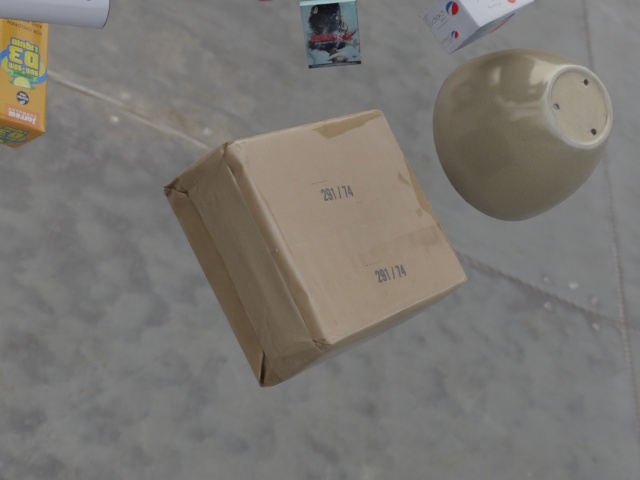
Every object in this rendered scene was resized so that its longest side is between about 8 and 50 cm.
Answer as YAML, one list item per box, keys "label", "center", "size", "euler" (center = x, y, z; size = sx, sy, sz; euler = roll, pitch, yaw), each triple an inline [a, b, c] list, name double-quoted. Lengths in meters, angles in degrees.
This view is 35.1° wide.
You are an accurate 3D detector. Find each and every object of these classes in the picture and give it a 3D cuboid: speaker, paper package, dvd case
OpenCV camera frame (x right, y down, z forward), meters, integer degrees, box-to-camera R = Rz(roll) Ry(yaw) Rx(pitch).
- label: "speaker"
  center: [-0.286, -0.248, 1.021]
  size: [0.136, 0.055, 0.055]
  euler: [-1, 52, -31]
- label: "paper package"
  center: [0.000, 0.000, 1.408]
  size: [0.325, 0.168, 0.309]
  euler: [-21, 82, -48]
- label: "dvd case"
  center: [0.017, -0.321, 1.571]
  size: [0.087, 0.119, 0.013]
  euler: [-4, 47, 3]

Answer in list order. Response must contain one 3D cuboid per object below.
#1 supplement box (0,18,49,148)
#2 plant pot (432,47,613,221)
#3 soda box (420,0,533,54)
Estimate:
- label: "supplement box"
  center: [-0.395, -0.242, 1.287]
  size: [0.078, 0.080, 0.233]
  euler: [13, 71, -47]
- label: "plant pot"
  center: [0.349, -0.187, 1.603]
  size: [0.284, 0.191, 0.284]
  euler: [6, 78, -28]
- label: "soda box"
  center: [0.238, -0.348, 1.517]
  size: [0.074, 0.069, 0.216]
  euler: [53, 40, 2]
